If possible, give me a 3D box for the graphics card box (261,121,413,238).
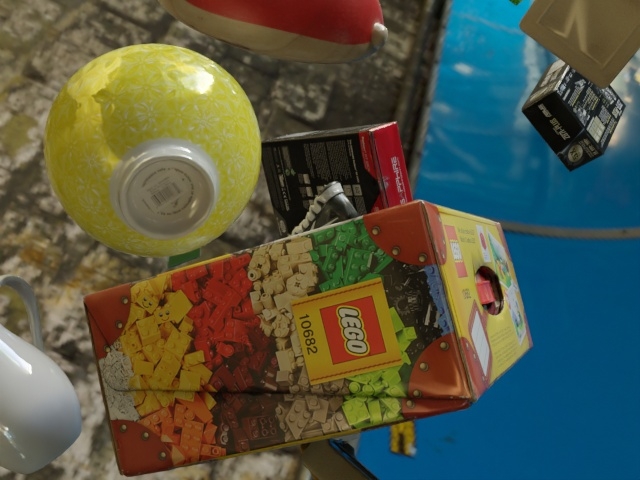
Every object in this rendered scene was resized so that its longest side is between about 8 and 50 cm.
[{"bbox_3d":[0.030,-0.118,1.887,0.094,0.233,0.371,-23,-165,-39],"label":"graphics card box"}]

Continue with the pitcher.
[{"bbox_3d":[-0.361,0.153,1.055,0.125,0.207,0.178,-25,-166,33],"label":"pitcher"}]

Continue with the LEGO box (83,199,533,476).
[{"bbox_3d":[0.026,0.104,1.062,0.500,0.372,0.193,4,71,-71],"label":"LEGO box"}]

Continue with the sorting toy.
[{"bbox_3d":[0.445,-0.368,1.431,0.047,0.347,0.196,-42,169,-49],"label":"sorting toy"}]

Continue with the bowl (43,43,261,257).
[{"bbox_3d":[-0.203,-0.086,1.130,0.289,0.289,0.156,-63,-154,20],"label":"bowl"}]

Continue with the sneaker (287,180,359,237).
[{"bbox_3d":[0.000,0.000,1.709,0.078,0.106,0.234,-25,157,-47],"label":"sneaker"}]

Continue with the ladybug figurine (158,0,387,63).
[{"bbox_3d":[-0.083,-0.448,1.573,0.305,0.449,0.162,-54,161,-50],"label":"ladybug figurine"}]

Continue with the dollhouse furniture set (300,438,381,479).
[{"bbox_3d":[0.073,0.366,0.991,0.151,0.301,0.197,-49,159,-7],"label":"dollhouse furniture set"}]

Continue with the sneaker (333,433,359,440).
[{"bbox_3d":[0.039,0.310,2.131,0.366,0.137,0.210,77,20,-49],"label":"sneaker"}]

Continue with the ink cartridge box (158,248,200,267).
[{"bbox_3d":[-0.229,-0.074,1.355,0.062,0.109,0.209,-20,138,-33],"label":"ink cartridge box"}]

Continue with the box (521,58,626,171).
[{"bbox_3d":[0.456,-0.237,1.599,0.077,0.147,0.180,-31,-164,45],"label":"box"}]
